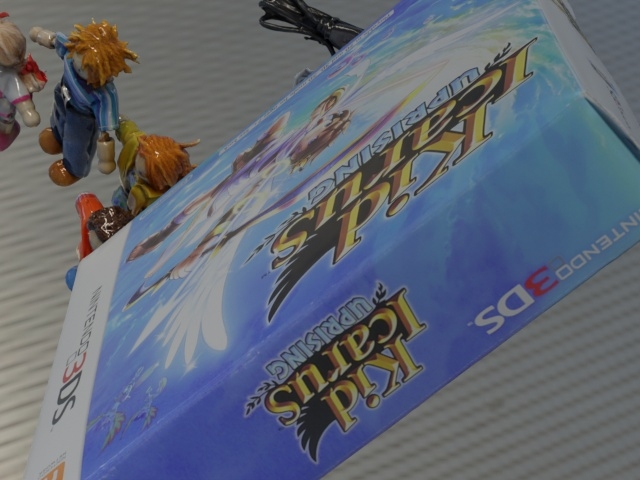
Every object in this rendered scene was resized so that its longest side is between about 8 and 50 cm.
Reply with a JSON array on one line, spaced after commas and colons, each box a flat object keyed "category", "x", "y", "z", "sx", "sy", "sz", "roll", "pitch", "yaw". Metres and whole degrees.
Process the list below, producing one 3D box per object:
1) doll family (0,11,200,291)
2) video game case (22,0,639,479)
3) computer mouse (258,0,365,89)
[{"category": "doll family", "x": -0.164, "y": -0.077, "z": 1.192, "sx": 0.118, "sy": 0.163, "sz": 0.263, "roll": -27, "pitch": 77, "yaw": -25}, {"category": "video game case", "x": 0.000, "y": 0.000, "z": 0.672, "sx": 0.269, "sy": 0.061, "sz": 0.244, "roll": -38, "pitch": 20, "yaw": 14}, {"category": "computer mouse", "x": 0.015, "y": -0.086, "z": 1.008, "sx": 0.106, "sy": 0.193, "sz": 0.042, "roll": 20, "pitch": 65, "yaw": 9}]
